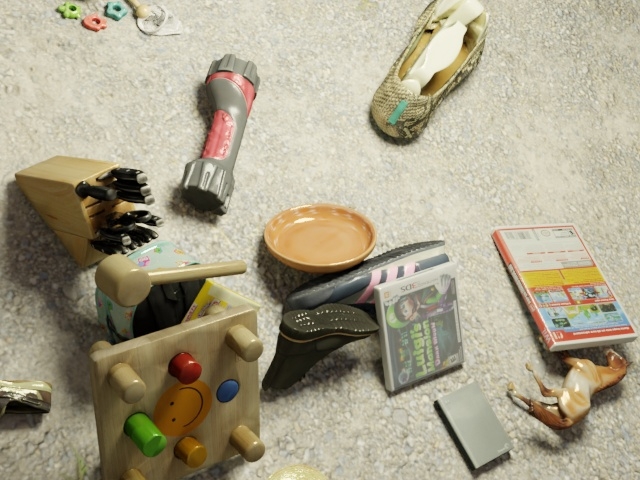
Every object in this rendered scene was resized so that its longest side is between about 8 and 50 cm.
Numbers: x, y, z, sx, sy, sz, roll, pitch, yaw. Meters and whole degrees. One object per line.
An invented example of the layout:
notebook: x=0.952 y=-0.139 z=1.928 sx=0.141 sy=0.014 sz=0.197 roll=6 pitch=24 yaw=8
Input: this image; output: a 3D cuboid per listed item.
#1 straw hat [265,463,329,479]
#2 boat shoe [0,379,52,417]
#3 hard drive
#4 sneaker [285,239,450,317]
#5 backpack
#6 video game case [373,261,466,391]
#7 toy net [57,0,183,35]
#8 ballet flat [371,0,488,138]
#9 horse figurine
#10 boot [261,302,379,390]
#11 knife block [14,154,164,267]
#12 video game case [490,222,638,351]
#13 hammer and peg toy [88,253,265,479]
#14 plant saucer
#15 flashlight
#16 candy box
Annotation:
straw hat: x=-0.025 y=0.406 z=1.462 sx=0.144 sy=0.061 sz=0.144 roll=11 pitch=58 yaw=-17
boat shoe: x=-0.465 y=0.232 z=1.373 sx=0.152 sy=0.056 sz=0.049 roll=-1 pitch=57 yaw=-24
hard drive: x=0.269 y=0.324 z=1.662 sx=0.094 sy=0.022 sz=0.135 roll=-19 pitch=71 yaw=-31
sneaker: x=0.098 y=0.099 z=1.674 sx=0.319 sy=0.112 sz=0.131 roll=-17 pitch=99 yaw=-19
backpack: x=-0.260 y=0.091 z=1.464 sx=0.166 sy=0.188 sz=0.144 roll=-31 pitch=60 yaw=-33
video game case: x=0.177 y=0.149 z=1.659 sx=0.173 sy=0.022 sz=0.190 roll=-16 pitch=106 yaw=-30
toy net: x=-0.374 y=-0.442 z=1.810 sx=0.232 sy=0.045 sz=0.122 roll=18 pitch=56 yaw=-13
ballet flat: x=0.261 y=-0.406 z=1.984 sx=0.164 sy=0.182 sz=0.483 roll=34 pitch=54 yaw=-1
horse figurine: x=0.454 y=0.265 z=1.752 sx=0.174 sy=0.066 sz=0.263 roll=39 pitch=48 yaw=5
boot: x=-0.005 y=0.181 z=1.581 sx=0.198 sy=0.137 sz=0.077 roll=3 pitch=31 yaw=-37
knife block: x=-0.359 y=-0.081 z=1.474 sx=0.088 sy=0.242 sz=0.275 roll=-30 pitch=71 yaw=-35
video game case: x=0.476 y=0.084 z=1.860 sx=0.204 sy=0.025 sz=0.285 roll=-3 pitch=52 yaw=-25
hammer and peg toy: x=-0.195 y=0.187 z=1.349 sx=0.266 sy=0.361 sz=0.127 roll=-15 pitch=31 yaw=-31
plant saucer: x=0.000 y=0.000 z=1.676 sx=0.200 sy=0.037 sz=0.200 roll=1 pitch=33 yaw=0
flashlight: x=-0.187 y=-0.198 z=1.720 sx=0.103 sy=0.103 sz=0.304 roll=7 pitch=57 yaw=11
candy box: x=-0.184 y=0.167 z=1.455 sx=0.105 sy=0.027 sz=0.206 roll=30 pitch=91 yaw=-40
